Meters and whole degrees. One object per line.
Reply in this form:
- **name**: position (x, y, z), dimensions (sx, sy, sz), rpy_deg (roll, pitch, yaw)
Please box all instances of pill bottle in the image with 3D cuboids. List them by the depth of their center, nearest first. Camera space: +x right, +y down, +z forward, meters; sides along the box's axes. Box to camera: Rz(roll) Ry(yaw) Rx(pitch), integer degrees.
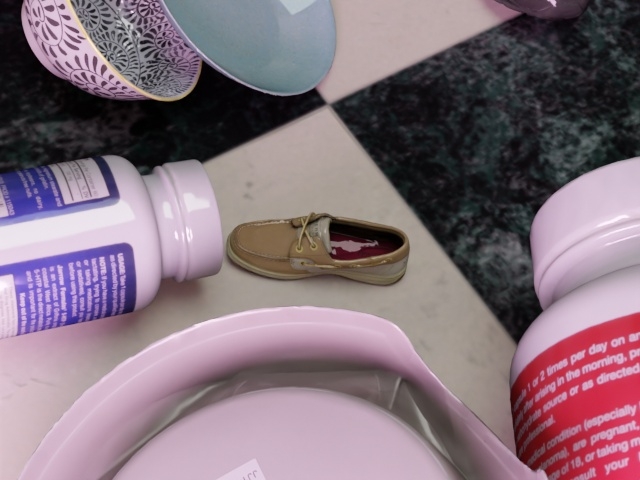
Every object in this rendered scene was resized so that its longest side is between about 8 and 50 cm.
- **pill bottle**: position (0.242, 0.160, 1.067), dimensions (0.229, 0.229, 0.408), rpy_deg (2, 59, -10)
- **pill bottle**: position (-0.168, 0.001, 1.156), dimensions (0.186, 0.112, 0.112), rpy_deg (-11, 61, -17)

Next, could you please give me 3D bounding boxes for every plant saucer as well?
- **plant saucer**: position (-0.071, -0.191, 1.305), dimensions (0.195, 0.037, 0.195), rpy_deg (27, 48, -34)

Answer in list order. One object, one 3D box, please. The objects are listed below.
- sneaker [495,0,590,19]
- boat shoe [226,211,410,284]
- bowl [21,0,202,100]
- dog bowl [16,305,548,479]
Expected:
- **sneaker**: position (0.169, -0.314, 1.406), dimensions (0.109, 0.130, 0.286), rpy_deg (-6, 61, -15)
- **boat shoe**: position (0.000, 0.000, 1.228), dimensions (0.135, 0.045, 0.050), rpy_deg (3, 58, -9)
- **bowl**: position (-0.171, -0.169, 1.264), dimensions (0.080, 0.170, 0.170), rpy_deg (-22, 54, 28)
- **dog bowl**: position (-0.024, 0.213, 0.993), dimensions (0.348, 0.102, 0.349), rpy_deg (-8, 56, 12)
